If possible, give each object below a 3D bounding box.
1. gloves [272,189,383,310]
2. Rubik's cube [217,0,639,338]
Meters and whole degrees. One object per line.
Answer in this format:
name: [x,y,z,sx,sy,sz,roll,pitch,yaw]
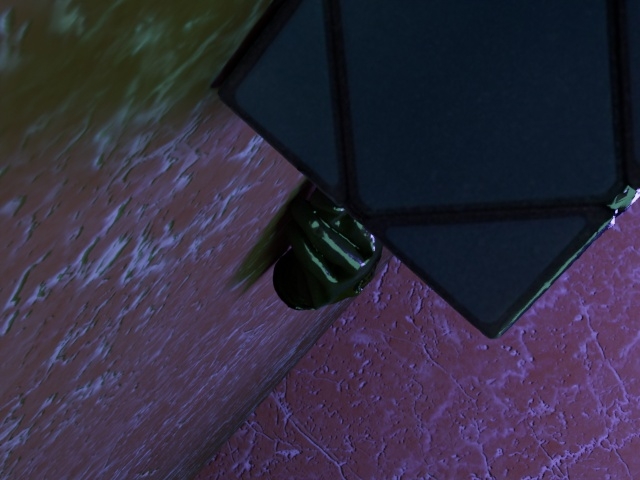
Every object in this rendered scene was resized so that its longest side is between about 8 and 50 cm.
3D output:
gloves: [0.012,0.005,1.093,0.268,0.107,0.135,110,-8,-67]
Rubik's cube: [0.104,-0.099,0.597,0.205,0.205,0.207,-50,174,20]
